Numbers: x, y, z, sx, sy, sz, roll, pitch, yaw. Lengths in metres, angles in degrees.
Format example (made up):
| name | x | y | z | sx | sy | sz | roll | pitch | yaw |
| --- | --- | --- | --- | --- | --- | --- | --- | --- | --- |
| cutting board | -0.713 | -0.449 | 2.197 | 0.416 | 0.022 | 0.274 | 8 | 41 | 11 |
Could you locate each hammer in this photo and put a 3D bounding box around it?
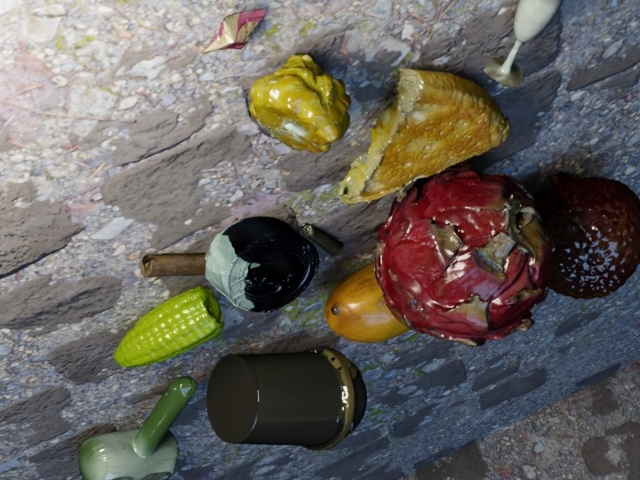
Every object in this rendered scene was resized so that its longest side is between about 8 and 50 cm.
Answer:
| name | x | y | z | sx | sy | sz | roll | pitch | yaw |
| --- | --- | --- | --- | --- | --- | --- | --- | --- | --- |
| hammer | -0.338 | 0.371 | 2.233 | 0.206 | 0.119 | 0.335 | 0 | 137 | -42 |

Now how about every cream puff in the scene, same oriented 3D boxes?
| name | x | y | z | sx | sy | sz | roll | pitch | yaw |
| --- | --- | --- | --- | --- | --- | --- | --- | --- | --- |
| cream puff | -0.018 | -0.189 | 1.493 | 0.116 | 0.146 | 0.146 | -60 | 163 | -21 |

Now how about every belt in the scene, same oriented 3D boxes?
| name | x | y | z | sx | sy | sz | roll | pitch | yaw |
| --- | --- | --- | --- | --- | --- | --- | --- | --- | --- |
| belt | -0.098 | 0.041 | 1.821 | 0.198 | 0.078 | 0.151 | 8 | 113 | -46 |

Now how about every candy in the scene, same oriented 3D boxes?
| name | x | y | z | sx | sy | sz | roll | pitch | yaw |
| --- | --- | --- | --- | --- | --- | --- | --- | --- | --- |
| candy | -0.264 | 0.157 | 1.918 | 0.209 | 0.097 | 0.097 | -30 | 154 | 11 |

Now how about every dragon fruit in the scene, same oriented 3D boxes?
| name | x | y | z | sx | sy | sz | roll | pitch | yaw |
| --- | --- | --- | --- | --- | --- | --- | --- | --- | --- |
| dragon fruit | 0.243 | 0.029 | 1.910 | 0.329 | 0.329 | 0.329 | -21 | 153 | -11 |

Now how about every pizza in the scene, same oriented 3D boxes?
| name | x | y | z | sx | sy | sz | roll | pitch | yaw |
| --- | --- | --- | --- | --- | --- | --- | --- | --- | --- |
| pizza | 0.128 | -0.154 | 1.732 | 0.287 | 0.075 | 0.280 | -34 | 149 | 20 |

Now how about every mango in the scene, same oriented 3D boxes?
| name | x | y | z | sx | sy | sz | roll | pitch | yaw |
| --- | --- | --- | --- | --- | --- | --- | --- | --- | --- |
| mango | 0.159 | 0.100 | 2.143 | 0.359 | 0.144 | 0.187 | -16 | 164 | -32 |

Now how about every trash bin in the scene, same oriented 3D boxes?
| name | x | y | z | sx | sy | sz | roll | pitch | yaw |
| --- | --- | --- | --- | --- | --- | --- | --- | --- | --- |
| trash bin | -0.046 | 0.321 | 2.277 | 0.334 | 0.214 | 0.214 | 8 | 138 | -42 |

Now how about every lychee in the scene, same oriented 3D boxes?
| name | x | y | z | sx | sy | sz | roll | pitch | yaw |
| --- | --- | --- | --- | --- | --- | --- | --- | --- | --- |
| lychee | 0.498 | -0.010 | 2.140 | 0.260 | 0.260 | 0.260 | -21 | 153 | -11 |

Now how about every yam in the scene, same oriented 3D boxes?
| name | x | y | z | sx | sy | sz | roll | pitch | yaw |
| --- | --- | --- | --- | --- | --- | --- | --- | --- | --- |
| yam | 0.000 | 0.000 | 1.940 | 0.033 | 0.027 | 0.129 | -36 | 151 | 15 |
| yam | -0.154 | 0.043 | 1.861 | 0.327 | 0.045 | 0.045 | 2 | 172 | -42 |

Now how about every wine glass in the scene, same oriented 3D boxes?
| name | x | y | z | sx | sy | sz | roll | pitch | yaw |
| --- | --- | --- | --- | --- | --- | --- | --- | --- | --- |
| wine glass | 0.300 | -0.308 | 1.612 | 0.066 | 0.066 | 0.198 | -13 | 150 | -25 |

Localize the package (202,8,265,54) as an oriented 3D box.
| name | x | y | z | sx | sy | sz | roll | pitch | yaw |
| --- | --- | --- | --- | --- | --- | --- | --- | --- | --- |
| package | -0.107 | -0.254 | 1.381 | 0.059 | 0.029 | 0.083 | -17 | 163 | -35 |
